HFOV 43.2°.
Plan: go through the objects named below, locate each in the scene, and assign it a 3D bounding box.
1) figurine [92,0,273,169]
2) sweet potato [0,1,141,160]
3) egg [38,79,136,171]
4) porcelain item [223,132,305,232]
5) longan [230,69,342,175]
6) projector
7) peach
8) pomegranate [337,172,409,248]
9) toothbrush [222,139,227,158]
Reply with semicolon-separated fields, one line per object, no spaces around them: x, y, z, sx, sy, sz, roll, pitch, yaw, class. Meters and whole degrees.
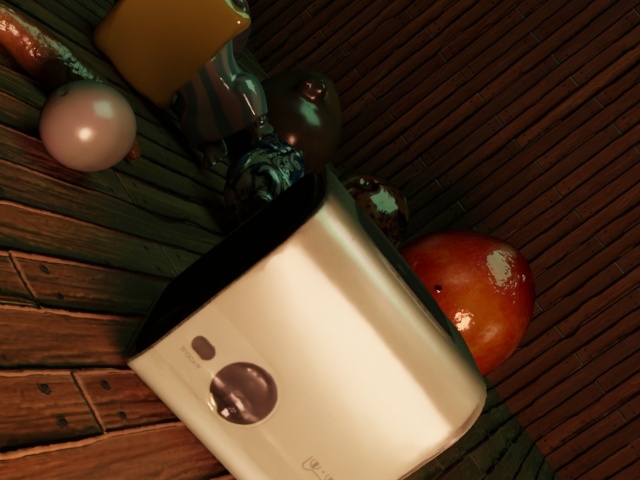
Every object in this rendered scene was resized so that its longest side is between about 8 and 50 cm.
-0.215;-0.369;1.549;0.361;0.266;0.378;63;14;-17;figurine
-0.330;-0.218;1.041;0.314;0.072;0.066;46;33;-44;sweet potato
-0.264;-0.130;0.923;0.103;0.103;0.135;52;8;-1;egg
-0.042;-0.042;1.388;0.288;0.138;0.186;45;41;-15;porcelain item
-0.072;-0.260;1.825;0.243;0.300;0.300;28;13;-6;longan
-0.013;0.103;0.820;0.249;0.248;0.248;50;9;-12;projector
0.318;0.143;1.908;0.388;0.388;0.388;50;10;-12;peach
0.076;-0.033;1.985;0.242;0.306;0.242;12;59;-20;pomegranate
-0.275;-0.302;1.737;0.037;0.028;0.375;29;25;-50;toothbrush
